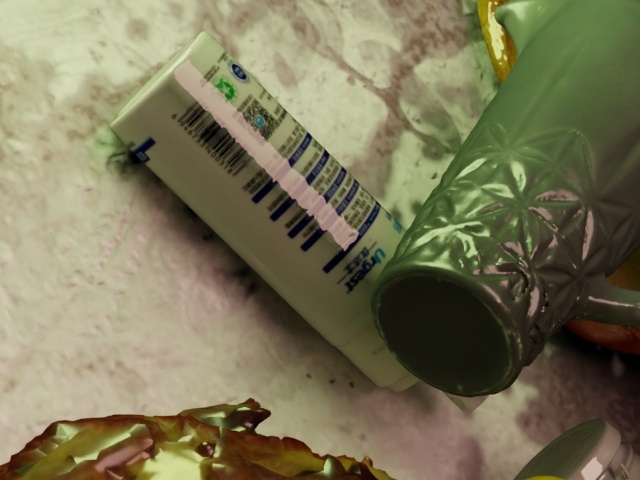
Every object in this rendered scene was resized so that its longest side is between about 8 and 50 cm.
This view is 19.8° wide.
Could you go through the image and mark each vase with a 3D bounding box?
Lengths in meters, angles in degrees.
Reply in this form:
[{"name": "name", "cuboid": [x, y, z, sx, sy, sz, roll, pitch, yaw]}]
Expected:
[{"name": "vase", "cuboid": [0.157, -0.022, 1.180, 0.251, 0.156, 0.301, 32, 48, 12]}]

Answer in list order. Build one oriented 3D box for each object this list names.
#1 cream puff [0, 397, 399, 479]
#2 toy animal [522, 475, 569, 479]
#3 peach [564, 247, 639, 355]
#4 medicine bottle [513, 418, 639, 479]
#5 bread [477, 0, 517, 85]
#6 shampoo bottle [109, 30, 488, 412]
[{"name": "cream puff", "cuboid": [-0.056, 0.252, 0.946, 0.350, 0.228, 0.350, 3, 75, -11]}, {"name": "toy animal", "cuboid": [0.215, 0.307, 1.013, 0.247, 0.277, 0.345, -1, 100, -9]}, {"name": "peach", "cuboid": [0.212, 0.011, 1.361, 0.279, 0.068, 0.189, 49, 42, -4]}, {"name": "medicine bottle", "cuboid": [0.219, 0.223, 1.187, 0.215, 0.135, 0.135, 48, 50, -6]}, {"name": "bread", "cuboid": [0.247, -0.148, 1.453, 0.271, 0.077, 0.139, 6, 66, -33]}, {"name": "shampoo bottle", "cuboid": [0.000, 0.000, 1.198, 0.303, 0.092, 0.092, 45, 50, -11]}]
